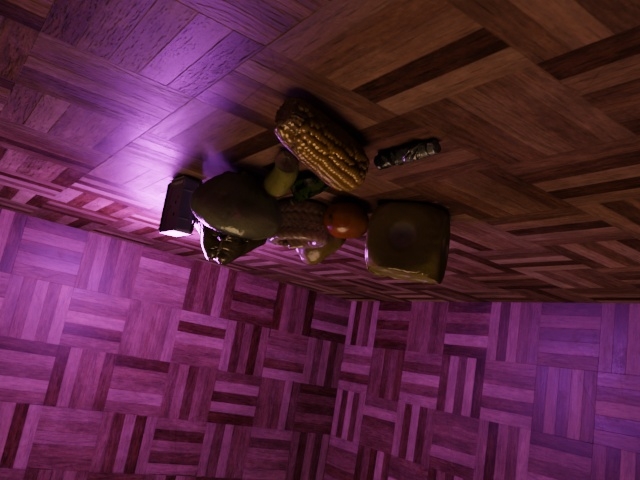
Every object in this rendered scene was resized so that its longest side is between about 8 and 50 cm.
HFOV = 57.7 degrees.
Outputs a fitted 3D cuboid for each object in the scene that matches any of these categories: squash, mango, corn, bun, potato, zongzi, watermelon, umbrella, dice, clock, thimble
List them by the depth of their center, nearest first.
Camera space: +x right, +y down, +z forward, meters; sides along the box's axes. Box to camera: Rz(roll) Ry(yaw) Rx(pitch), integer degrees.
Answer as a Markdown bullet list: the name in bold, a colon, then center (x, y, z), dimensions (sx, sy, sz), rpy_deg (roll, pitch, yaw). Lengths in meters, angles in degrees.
- **corn**: center (0.009, -0.210, 1.326), dimensions (0.130, 0.130, 0.347), rpy_deg (2, 165, 32)
- **umbrella**: center (0.202, -0.202, 1.385), dimensions (0.050, 0.046, 0.188), rpy_deg (-30, -164, -38)
- **squash**: center (-0.110, -0.184, 1.647), dimensions (0.083, 0.083, 0.250), rpy_deg (12, 166, -11)
- **watermelon**: center (-0.019, -0.161, 1.731), dimensions (0.119, 0.063, 0.245), rpy_deg (-19, -179, -27)
- **bun**: center (-0.244, -0.121, 1.776), dimensions (0.283, 0.179, 0.283), rpy_deg (18, -163, -6)
- **dice**: center (0.285, 0.012, 1.872), dimensions (0.238, 0.227, 0.233), rpy_deg (7, 168, 19)
- **mango**: center (0.088, -0.063, 1.942), dimensions (0.151, 0.120, 0.221), rpy_deg (6, 175, 10)
- **zongzi**: center (-0.395, -0.050, 1.979), dimensions (0.418, 0.181, 0.447), rpy_deg (22, -165, 8)
- **clock**: center (-0.477, -0.116, 1.980), dimensions (0.073, 0.193, 0.144), rpy_deg (17, 167, -36)
- **thimble**: center (-0.073, -0.055, 2.052), dimensions (0.196, 0.148, 0.229), rpy_deg (11, 168, -21)
- **potato**: center (0.003, 0.004, 2.202), dimensions (0.137, 0.200, 0.154), rpy_deg (53, 173, 28)

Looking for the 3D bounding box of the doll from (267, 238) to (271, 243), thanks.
- **doll**: center (-0.234, -0.061, 2.239), dimensions (0.336, 0.105, 0.200), rpy_deg (14, 145, 8)
